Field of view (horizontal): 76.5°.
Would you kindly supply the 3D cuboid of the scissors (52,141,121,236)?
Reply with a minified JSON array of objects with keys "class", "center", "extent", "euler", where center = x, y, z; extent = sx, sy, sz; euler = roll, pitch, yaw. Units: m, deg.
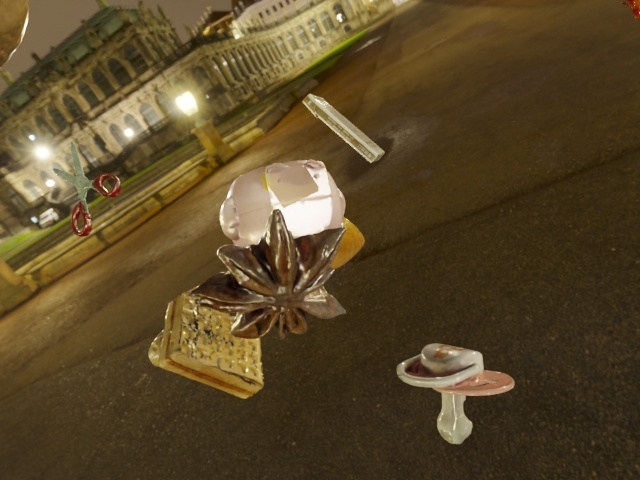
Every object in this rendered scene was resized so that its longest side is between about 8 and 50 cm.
[{"class":"scissors","center":[-0.513,-0.125,0.866],"extent":[0.248,0.017,0.144],"euler":[42,95,31]}]

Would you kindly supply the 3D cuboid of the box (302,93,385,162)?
[{"class":"box","center":[0.055,-0.247,0.901],"extent":[0.029,0.198,0.109],"euler":[-50,-3,21]}]

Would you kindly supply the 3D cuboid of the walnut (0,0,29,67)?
[{"class":"walnut","center":[-0.569,-0.336,0.527],"extent":[0.313,0.252,0.277],"euler":[-36,-3,5]}]

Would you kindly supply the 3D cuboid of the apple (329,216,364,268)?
[{"class":"apple","center":[0.000,0.000,1.509],"extent":[0.314,0.251,0.309],"euler":[-10,8,-19]}]

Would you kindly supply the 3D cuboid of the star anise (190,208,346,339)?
[{"class":"star anise","center":[-0.067,0.079,0.760],"extent":[0.315,0.315,0.108],"euler":[-32,38,-1]}]

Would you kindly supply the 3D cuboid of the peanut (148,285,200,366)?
[{"class":"peanut","center":[-0.513,0.321,1.508],"extent":[0.140,0.153,0.325],"euler":[17,67,43]}]

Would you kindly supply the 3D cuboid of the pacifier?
[{"class":"pacifier","center":[0.364,0.398,1.121],"extent":[0.220,0.273,0.332],"euler":[-40,13,-24]}]

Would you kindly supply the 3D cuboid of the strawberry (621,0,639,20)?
[{"class":"strawberry","center":[0.432,-0.293,0.476],"extent":[0.086,0.145,0.145],"euler":[-38,17,29]}]

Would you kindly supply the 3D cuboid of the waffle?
[{"class":"waffle","center":[-0.360,0.360,1.395],"extent":[0.114,0.376,0.260],"euler":[-34,40,23]}]

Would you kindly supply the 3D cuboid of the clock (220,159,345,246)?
[{"class":"clock","center":[-0.117,-0.058,1.203],"extent":[0.369,0.250,0.377],"euler":[-11,-5,-26]}]
